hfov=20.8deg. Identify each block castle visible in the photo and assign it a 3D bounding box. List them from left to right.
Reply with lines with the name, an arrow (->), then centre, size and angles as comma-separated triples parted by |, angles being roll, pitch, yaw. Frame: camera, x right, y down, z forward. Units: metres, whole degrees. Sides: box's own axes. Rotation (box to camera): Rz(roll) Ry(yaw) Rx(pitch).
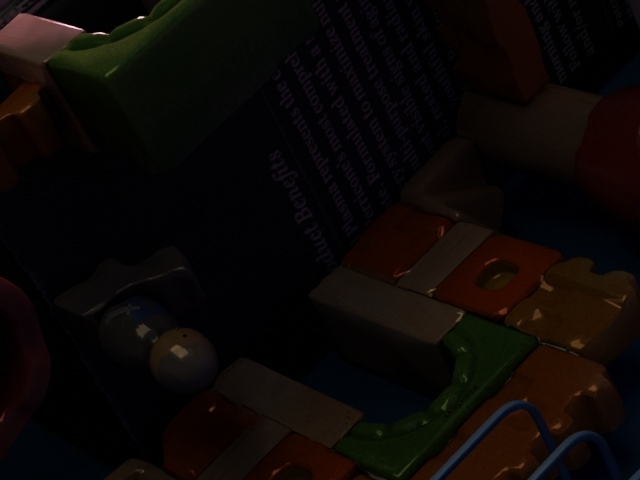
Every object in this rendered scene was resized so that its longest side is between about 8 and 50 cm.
block castle -> 0.000, 0.000, 0.809 | 0.453, 0.303, 0.213 | -44, 38, -21

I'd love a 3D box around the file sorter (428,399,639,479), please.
file sorter -> 0.119, 0.153, 0.698 | 0.118, 0.104, 0.170 | -43, 37, -21

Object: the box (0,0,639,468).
box -> -0.124, -0.165, 1.120 | 0.472, 0.297, 0.480 | -42, 36, -22

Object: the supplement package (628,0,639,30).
supplement package -> 0.289, -0.204, 1.012 | 0.194, 0.149, 0.203 | -8, 40, 28
